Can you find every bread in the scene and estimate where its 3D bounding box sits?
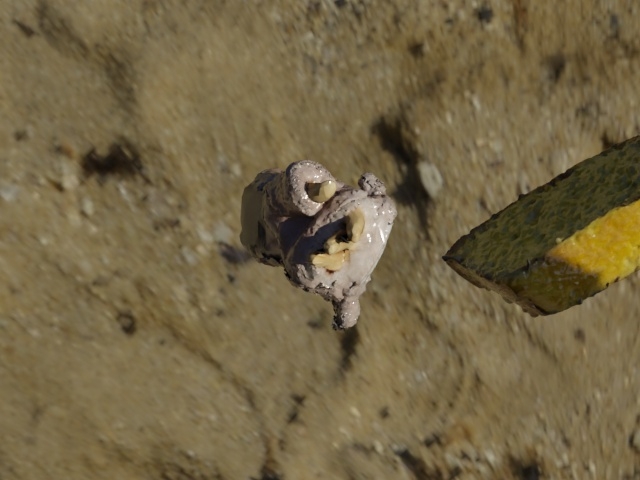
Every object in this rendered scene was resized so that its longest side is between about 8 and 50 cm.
[{"bbox_3d":[0.191,-0.006,1.224,0.187,0.065,0.103,-31,30,-1],"label":"bread"}]

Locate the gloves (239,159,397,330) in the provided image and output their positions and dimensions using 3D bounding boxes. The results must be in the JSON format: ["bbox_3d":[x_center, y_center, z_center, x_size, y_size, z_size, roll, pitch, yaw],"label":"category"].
[{"bbox_3d":[-0.001,-0.009,1.217,0.144,0.094,0.110,43,122,45],"label":"gloves"}]
